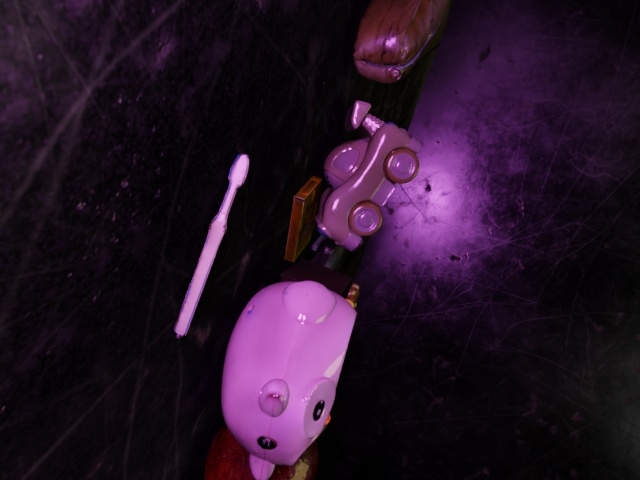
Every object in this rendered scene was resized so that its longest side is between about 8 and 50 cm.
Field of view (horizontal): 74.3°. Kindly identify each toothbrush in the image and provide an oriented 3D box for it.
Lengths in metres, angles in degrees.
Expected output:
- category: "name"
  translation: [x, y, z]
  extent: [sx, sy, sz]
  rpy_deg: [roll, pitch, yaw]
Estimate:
- category: "toothbrush"
  translation: [-0.163, 0.009, 0.632]
  extent: [0.028, 0.026, 0.293]
  rpy_deg: [178, -67, -86]

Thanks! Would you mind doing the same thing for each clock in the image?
- category: "clock"
  translation: [-0.079, 0.275, 0.924]
  extent: [0.376, 0.251, 0.367]
  rpy_deg: [-63, 167, -60]

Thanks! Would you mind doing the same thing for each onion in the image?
- category: "onion"
  translation: [-0.142, 0.533, 1.031]
  extent: [0.276, 0.277, 0.275]
  rpy_deg: [20, 90, -79]

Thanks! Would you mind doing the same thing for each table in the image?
- category: "table"
  translation: [-0.033, 0.185, 1.187]
  extent: [0.172, 0.169, 0.192]
  rpy_deg: [-39, 148, -69]

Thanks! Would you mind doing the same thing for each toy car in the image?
- category: "toy car"
  translation: [0.088, -0.166, 1.120]
  extent: [0.335, 0.227, 0.242]
  rpy_deg: [-55, -171, 7]

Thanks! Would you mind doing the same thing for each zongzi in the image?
- category: "zongzi"
  translation: [0.200, -0.574, 0.943]
  extent: [0.356, 0.174, 0.392]
  rpy_deg: [-55, 161, -39]

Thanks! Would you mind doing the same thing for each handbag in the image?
- category: "handbag"
  translation: [0.019, 0.070, 1.437]
  extent: [0.191, 0.075, 0.332]
  rpy_deg: [-60, 175, 12]

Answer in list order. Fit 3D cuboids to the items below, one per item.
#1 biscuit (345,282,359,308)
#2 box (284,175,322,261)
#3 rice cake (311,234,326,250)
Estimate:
- category: "biscuit"
  translation: [0.053, 0.270, 1.217]
  extent: [0.187, 0.036, 0.273]
  rpy_deg: [-57, 164, -50]
- category: "box"
  translation: [-0.044, -0.054, 1.072]
  extent: [0.121, 0.030, 0.193]
  rpy_deg: [-56, 163, -51]
- category: "rice cake"
  translation: [0.000, 0.000, 1.387]
  extent: [0.022, 0.022, 0.121]
  rpy_deg: [-64, 173, 31]
